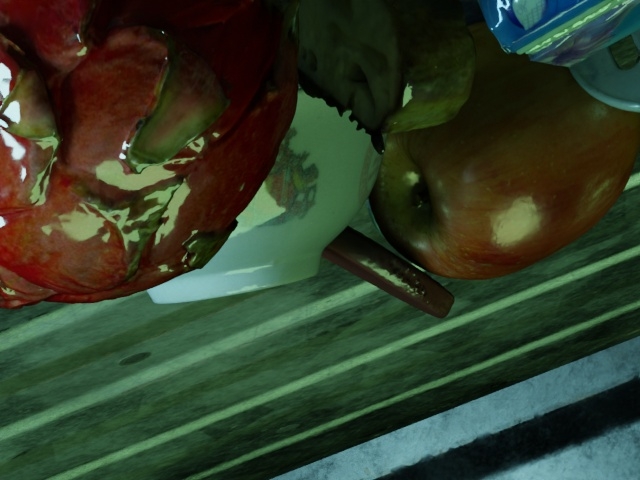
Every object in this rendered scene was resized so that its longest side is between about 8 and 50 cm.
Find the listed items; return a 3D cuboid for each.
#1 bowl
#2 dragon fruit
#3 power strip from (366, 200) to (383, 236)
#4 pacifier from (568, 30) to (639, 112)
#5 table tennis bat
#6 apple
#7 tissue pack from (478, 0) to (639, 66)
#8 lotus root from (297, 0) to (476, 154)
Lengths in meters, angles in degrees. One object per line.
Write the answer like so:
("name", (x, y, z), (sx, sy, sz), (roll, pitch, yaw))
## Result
("bowl", (-0.084, -0.035, 1.563), (0.345, 0.157, 0.345), (-9, -177, 0))
("dragon fruit", (-0.164, -0.097, 1.261), (0.342, 0.277, 0.277), (-15, 164, -2))
("power strip", (0.184, -0.066, 2.137), (0.253, 0.054, 0.167), (-24, 166, 14))
("pacifier", (0.328, -0.225, 1.581), (0.287, 0.238, 0.226), (-22, 135, 17))
("table tennis bat", (0.000, 0.000, 1.872), (0.051, 0.268, 0.414), (-60, -172, -2))
("apple", (0.172, -0.083, 1.738), (0.241, 0.242, 0.242), (-22, 167, -29))
("tissue pack", (0.220, -0.264, 1.280), (0.263, 0.198, 0.146), (-28, 165, 27))
("lotus root", (0.021, -0.179, 1.374), (0.074, 0.261, 0.170), (-12, 130, -26))
